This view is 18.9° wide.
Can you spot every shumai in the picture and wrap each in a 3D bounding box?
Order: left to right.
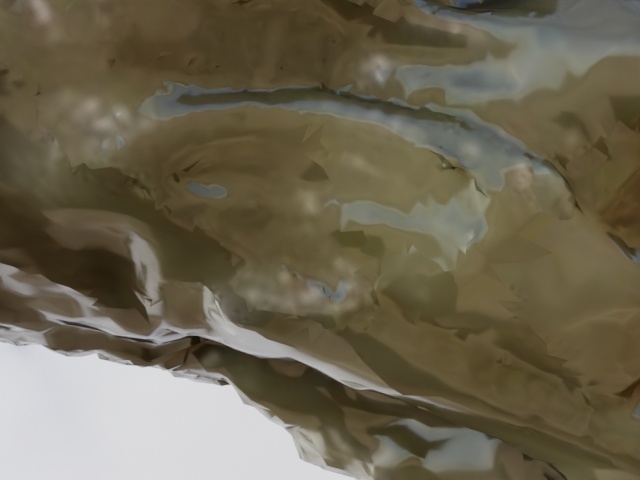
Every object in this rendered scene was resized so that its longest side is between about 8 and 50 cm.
[{"bbox_3d":[0.000,0.000,0.493,0.314,0.262,0.267,-8,-31,-43],"label":"shumai"}]
